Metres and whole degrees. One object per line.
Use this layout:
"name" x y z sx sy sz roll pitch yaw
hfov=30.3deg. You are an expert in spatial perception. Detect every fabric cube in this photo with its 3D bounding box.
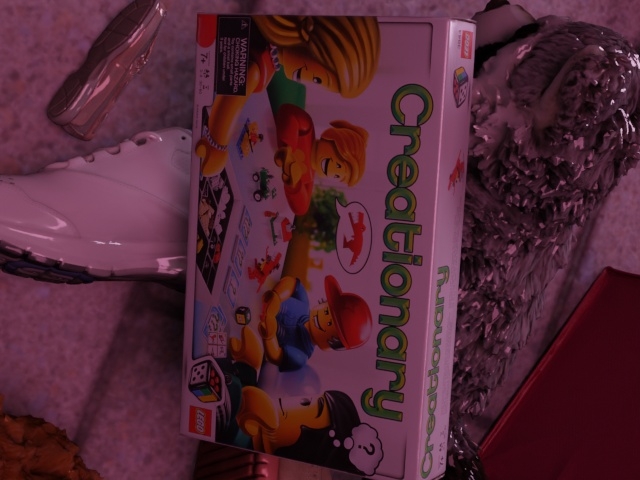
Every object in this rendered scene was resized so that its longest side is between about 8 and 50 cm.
"fabric cube" 0.338 0.208 1.055 0.258 0.259 0.254 41 79 -21

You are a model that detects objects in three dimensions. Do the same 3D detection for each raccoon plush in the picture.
"raccoon plush" 0.163 0.045 0.893 0.216 0.299 0.446 -32 103 -51

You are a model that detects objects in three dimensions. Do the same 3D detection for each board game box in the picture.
"board game box" 0.000 0.000 0.808 0.053 0.193 0.305 -9 103 -60

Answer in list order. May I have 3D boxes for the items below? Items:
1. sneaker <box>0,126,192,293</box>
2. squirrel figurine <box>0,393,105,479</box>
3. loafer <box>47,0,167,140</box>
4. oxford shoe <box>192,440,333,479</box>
"sneaker" -0.151 -0.027 0.898 0.297 0.111 0.129 7 84 -33
"squirrel figurine" -0.276 0.272 0.745 0.370 0.281 0.397 41 65 -7
"loafer" -0.158 -0.132 0.908 0.125 0.045 0.039 -51 130 -4
"oxford shoe" -0.017 0.257 0.932 0.147 0.140 0.396 6 76 -24
